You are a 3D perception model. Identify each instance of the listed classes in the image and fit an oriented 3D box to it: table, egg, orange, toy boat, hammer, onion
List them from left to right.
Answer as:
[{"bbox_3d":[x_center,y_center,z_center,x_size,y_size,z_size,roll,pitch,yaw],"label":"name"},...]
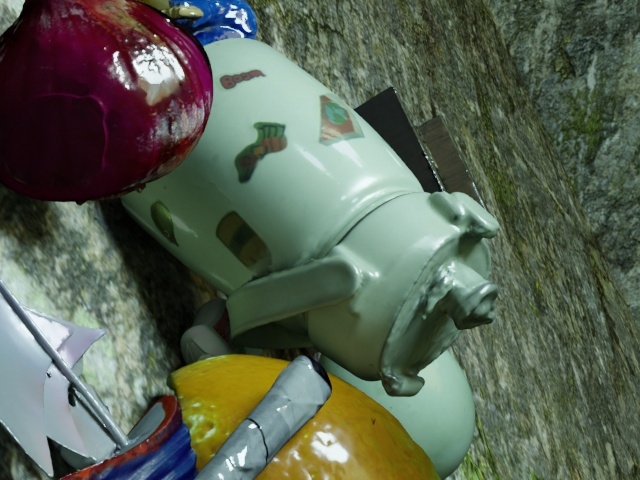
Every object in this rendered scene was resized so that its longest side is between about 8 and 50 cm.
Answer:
[{"bbox_3d":[-0.200,0.103,1.393,0.318,0.072,0.219,46,25,-23],"label":"toy boat"},{"bbox_3d":[-0.191,-0.136,1.561,0.140,0.195,0.218,-69,149,-66],"label":"onion"},{"bbox_3d":[-0.088,0.200,1.372,0.152,0.044,0.427,62,34,-9],"label":"hammer"},{"bbox_3d":[-0.004,0.223,1.629,0.334,0.196,0.262,45,7,-23],"label":"orange"},{"bbox_3d":[0.063,-0.038,2.202,0.172,0.193,0.169,65,16,17],"label":"table"},{"bbox_3d":[0.073,0.161,1.962,0.192,0.149,0.149,58,15,-30],"label":"egg"}]

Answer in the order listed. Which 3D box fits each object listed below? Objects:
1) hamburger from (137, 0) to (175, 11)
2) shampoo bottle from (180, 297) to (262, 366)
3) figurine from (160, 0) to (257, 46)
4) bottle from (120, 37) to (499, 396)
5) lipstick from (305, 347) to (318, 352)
[{"bbox_3d":[-0.180,-0.346,2.025,0.300,0.176,0.300,47,18,-21],"label":"hamburger"},{"bbox_3d":[-0.091,0.097,1.772,0.072,0.043,0.099,54,16,-7],"label":"shampoo bottle"},{"bbox_3d":[-0.122,-0.157,1.888,0.120,0.164,0.262,53,16,1],"label":"figurine"},{"bbox_3d":[0.000,0.000,1.733,0.352,0.229,0.229,39,5,29],"label":"bottle"},{"bbox_3d":[-0.033,0.051,2.034,0.141,0.040,0.040,56,16,-12],"label":"lipstick"}]
